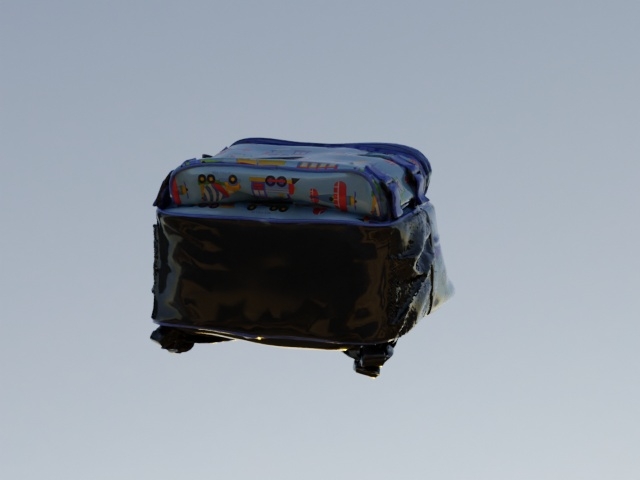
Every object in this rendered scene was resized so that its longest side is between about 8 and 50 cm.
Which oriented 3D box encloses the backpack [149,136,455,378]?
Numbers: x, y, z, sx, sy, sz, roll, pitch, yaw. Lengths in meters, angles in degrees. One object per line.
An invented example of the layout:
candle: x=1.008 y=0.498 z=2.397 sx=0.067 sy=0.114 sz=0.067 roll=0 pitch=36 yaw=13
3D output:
backpack: x=0.000 y=0.000 z=0.994 sx=0.158 sy=0.117 sz=0.173 roll=5 pitch=12 yaw=21
